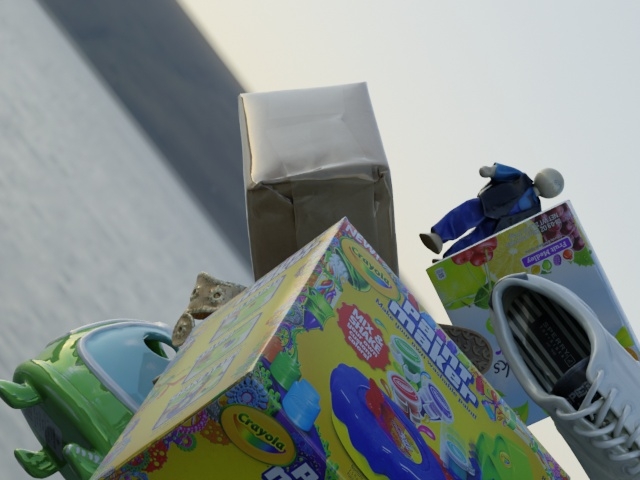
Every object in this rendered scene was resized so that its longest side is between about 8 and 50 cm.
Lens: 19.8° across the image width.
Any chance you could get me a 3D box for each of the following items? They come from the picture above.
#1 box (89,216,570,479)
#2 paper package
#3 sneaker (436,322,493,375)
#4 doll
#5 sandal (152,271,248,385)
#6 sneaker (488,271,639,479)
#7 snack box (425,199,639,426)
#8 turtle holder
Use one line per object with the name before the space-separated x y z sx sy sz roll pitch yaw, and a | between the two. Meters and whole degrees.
box | 0.017 0.185 1.377 0.290 0.177 0.279 49 26 -9
paper package | 0.000 0.000 2.186 0.325 0.168 0.309 -100 -176 -65
sneaker | 0.056 0.094 1.668 0.192 0.064 0.086 20 -24 -2
doll | 0.211 -0.027 2.168 0.129 0.189 0.046 62 -17 -21
sandal | -0.098 0.063 1.938 0.079 0.240 0.088 58 -23 1
sneaker | 0.199 0.125 1.279 0.258 0.094 0.091 48 14 31
snack box | 0.239 0.084 2.010 0.207 0.174 0.070 63 13 1
turtle holder | -0.227 0.230 2.247 0.320 0.227 0.243 26 -37 46
